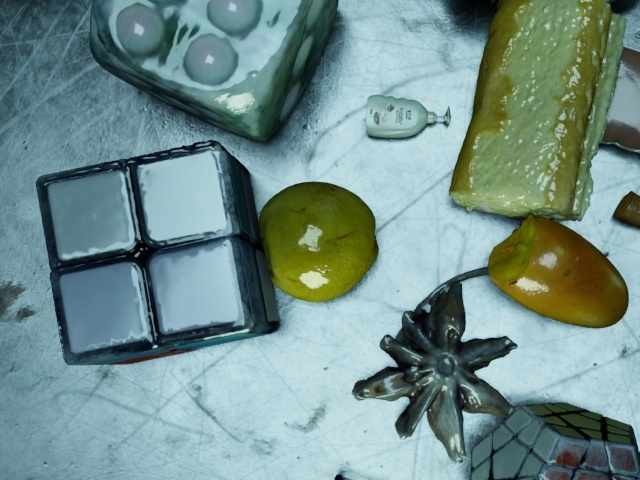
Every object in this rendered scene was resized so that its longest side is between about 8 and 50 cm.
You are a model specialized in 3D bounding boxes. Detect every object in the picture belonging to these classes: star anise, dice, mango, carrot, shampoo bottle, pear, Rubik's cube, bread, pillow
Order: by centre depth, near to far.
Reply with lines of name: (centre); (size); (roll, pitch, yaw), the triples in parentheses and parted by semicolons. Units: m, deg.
Rubik's cube: (0.387, 0.411, 1.671); (0.319, 0.319, 0.264); (45, 47, 7)
mango: (0.416, 0.073, 1.742); (0.257, 0.187, 0.138); (25, 63, -16)
Rubik's cube: (-0.260, 0.032, 1.749); (0.316, 0.318, 0.313); (-12, 84, 5)
dice: (-0.174, -0.379, 1.763); (0.331, 0.348, 0.327); (25, 89, 8)
bread: (0.362, -0.222, 1.778); (0.237, 0.165, 0.375); (7, 82, 39)
pear: (0.000, 0.000, 1.792); (0.209, 0.209, 0.208); (0, 85, 5)
star anise: (0.219, 0.218, 1.797); (0.360, 0.139, 0.315); (-10, 83, -12)
carrot: (0.624, -0.013, 1.813); (0.224, 0.057, 0.057); (27, 88, 3)
pillow: (0.542, -0.243, 1.825); (0.172, 0.075, 0.179); (17, 86, 6)
shampoo bottle: (0.158, -0.220, 1.871); (0.152, 0.045, 0.077); (4, 85, 4)

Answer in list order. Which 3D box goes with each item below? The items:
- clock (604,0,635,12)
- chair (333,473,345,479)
clock: (0.461, -0.546, 1.836); (0.313, 0.061, 0.312); (-1, 87, 16)
chair: (0.129, 0.502, 1.759); (0.260, 0.154, 0.141); (17, 86, 4)
